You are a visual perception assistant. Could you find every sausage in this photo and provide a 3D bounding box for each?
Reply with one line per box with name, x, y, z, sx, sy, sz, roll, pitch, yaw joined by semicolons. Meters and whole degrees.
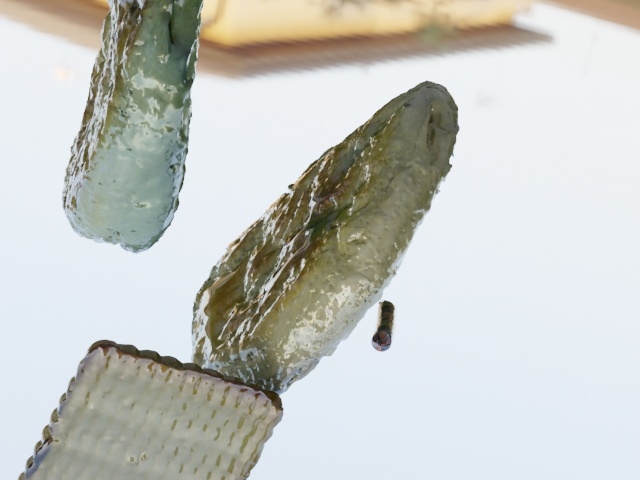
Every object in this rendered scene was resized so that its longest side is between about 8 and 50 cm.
sausage;0.074;0.098;1.897;0.025;0.028;0.198;-26;-173;8

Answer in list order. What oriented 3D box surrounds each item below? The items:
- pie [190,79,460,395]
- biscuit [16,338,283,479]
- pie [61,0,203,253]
pie;0.000;0.000;1.403;0.075;0.337;0.337;39;-168;-15
biscuit;-0.154;0.192;1.307;0.172;0.254;0.029;20;-153;-22
pie;-0.113;-0.135;1.039;0.067;0.302;0.302;9;-162;-13
